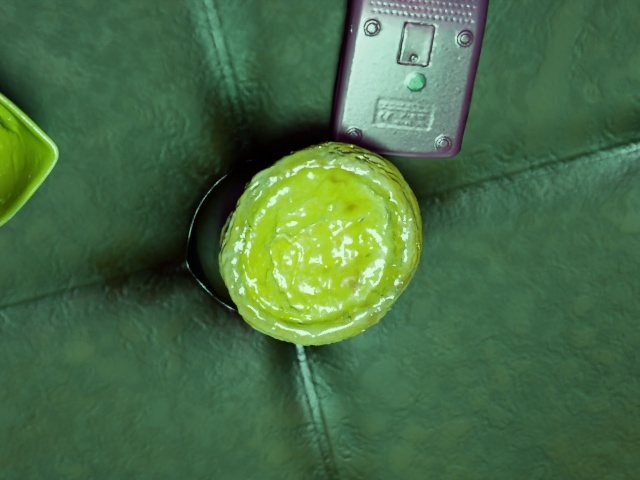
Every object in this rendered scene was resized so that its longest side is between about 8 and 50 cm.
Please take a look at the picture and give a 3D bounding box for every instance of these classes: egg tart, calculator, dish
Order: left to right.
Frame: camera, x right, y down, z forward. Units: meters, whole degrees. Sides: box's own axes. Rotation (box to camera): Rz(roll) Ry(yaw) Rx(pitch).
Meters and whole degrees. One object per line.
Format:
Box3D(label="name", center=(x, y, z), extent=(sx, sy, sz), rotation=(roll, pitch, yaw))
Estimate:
Box3D(label="dish", center=(-0.321, -0.079, 0.968), extent=(0.207, 0.080, 0.149), rotation=(0, 113, -9))
Box3D(label="egg tart", center=(0.000, 0.000, 1.042), extent=(0.191, 0.074, 0.191), rotation=(-3, 108, -8))
Box3D(label="calculator", center=(0.080, -0.163, 1.019), extent=(0.126, 0.034, 0.191), rotation=(4, 109, -11))
